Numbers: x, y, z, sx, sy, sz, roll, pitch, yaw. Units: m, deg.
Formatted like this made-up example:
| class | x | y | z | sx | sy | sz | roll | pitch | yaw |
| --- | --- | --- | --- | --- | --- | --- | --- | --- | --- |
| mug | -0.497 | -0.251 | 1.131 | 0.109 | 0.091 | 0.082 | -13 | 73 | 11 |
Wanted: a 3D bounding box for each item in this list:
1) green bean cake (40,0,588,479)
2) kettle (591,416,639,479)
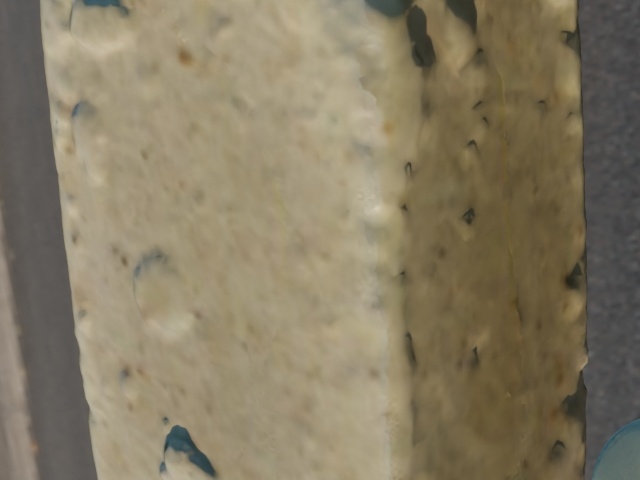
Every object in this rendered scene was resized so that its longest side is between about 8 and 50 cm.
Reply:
| class | x | y | z | sx | sy | sz | roll | pitch | yaw |
| --- | --- | --- | --- | --- | --- | --- | --- | --- | --- |
| green bean cake | 0.000 | 0.000 | 0.393 | 0.109 | 0.085 | 0.179 | 13 | 115 | 41 |
| kettle | 0.304 | 0.146 | 1.129 | 0.160 | 0.243 | 0.211 | 18 | 98 | 40 |
